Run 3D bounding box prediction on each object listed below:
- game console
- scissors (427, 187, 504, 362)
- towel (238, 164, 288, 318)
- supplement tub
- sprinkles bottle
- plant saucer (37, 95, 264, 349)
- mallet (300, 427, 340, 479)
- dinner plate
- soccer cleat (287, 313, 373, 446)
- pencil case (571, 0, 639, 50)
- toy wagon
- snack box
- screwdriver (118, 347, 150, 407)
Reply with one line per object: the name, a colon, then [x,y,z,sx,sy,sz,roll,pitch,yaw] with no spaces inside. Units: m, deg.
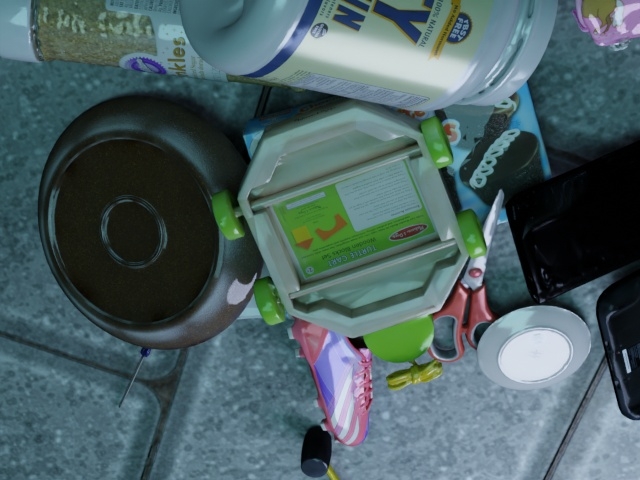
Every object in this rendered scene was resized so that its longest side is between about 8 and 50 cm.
game console: [0.351,0.064,1.737,0.213,0.044,0.361,-23,120,-6]
scissors: [0.169,0.048,1.752,0.109,0.021,0.297,-4,139,5]
towel: [0.000,0.000,1.802,0.285,0.034,0.209,-2,116,8]
supplement tub: [0.049,-0.257,1.479,0.325,0.235,0.235,8,125,-32]
sprinkles bottle: [-0.179,-0.242,1.648,0.355,0.121,0.121,7,119,5]
plant saucer: [-0.213,-0.014,1.760,0.310,0.050,0.310,5,104,22]
mallet: [0.028,0.335,1.961,0.039,0.062,0.190,-20,114,20]
dinner plate: [0.262,0.136,1.821,0.141,0.017,0.141,-3,128,-4]
soccer cleat: [0.032,0.163,1.839,0.095,0.083,0.248,-13,128,11]
pencil case: [0.447,-0.284,1.505,0.386,0.160,0.167,0,146,9]
toy wagon: [0.048,0.012,1.676,0.267,0.068,0.344,-18,115,11]
snack box: [0.092,-0.087,1.697,0.322,0.060,0.187,-15,113,9]
screwdriver: [-0.234,0.157,1.937,0.024,0.025,0.170,24,128,-5]
